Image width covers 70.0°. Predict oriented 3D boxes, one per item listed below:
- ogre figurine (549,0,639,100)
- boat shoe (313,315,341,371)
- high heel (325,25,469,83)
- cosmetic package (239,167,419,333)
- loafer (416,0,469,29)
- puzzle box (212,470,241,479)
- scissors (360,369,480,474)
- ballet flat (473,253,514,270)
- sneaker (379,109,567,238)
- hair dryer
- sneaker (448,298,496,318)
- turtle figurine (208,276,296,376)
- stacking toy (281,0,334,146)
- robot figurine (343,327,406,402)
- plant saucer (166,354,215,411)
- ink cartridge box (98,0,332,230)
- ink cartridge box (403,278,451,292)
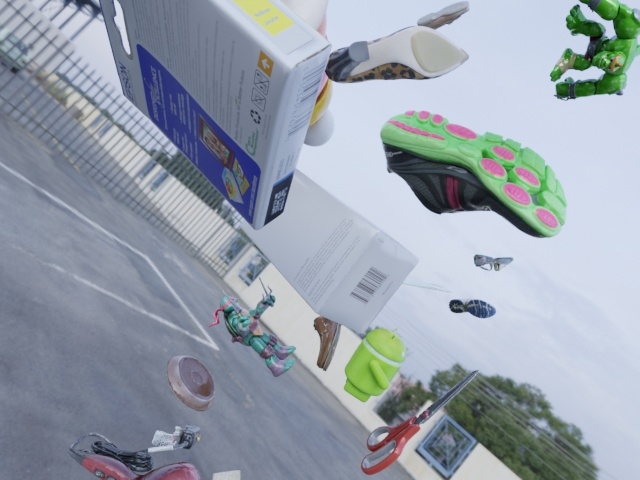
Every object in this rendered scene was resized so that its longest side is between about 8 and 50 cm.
[{"bbox_3d":[0.477,-0.328,0.782,0.118,0.097,0.196,32,-52,37],"label":"ogre figurine"},{"bbox_3d":[0.025,0.308,1.641,0.105,0.307,0.110,16,-24,5],"label":"boat shoe"},{"bbox_3d":[0.144,-0.361,0.922,0.186,0.262,0.093,-152,-122,-71],"label":"high heel"},{"bbox_3d":[0.000,0.000,0.969,0.155,0.196,0.365,32,8,-42],"label":"cosmetic package"},{"bbox_3d":[0.294,-0.527,1.087,0.125,0.045,0.039,-7,-42,32],"label":"loafer"},{"bbox_3d":[-0.146,0.652,0.794,0.272,0.052,0.408,-105,-169,-62],"label":"puzzle box"},{"bbox_3d":[0.194,0.357,0.887,0.021,0.297,0.109,48,20,-8],"label":"scissors"},{"bbox_3d":[0.428,0.057,1.132,0.115,0.041,0.041,5,7,-19],"label":"ballet flat"},{"bbox_3d":[0.353,-0.148,1.099,0.483,0.185,0.202,38,-30,30],"label":"sneaker"},{"bbox_3d":[-0.310,0.398,0.741,0.224,0.079,0.293,-2,3,-12],"label":"hair dryer"},{"bbox_3d":[0.432,0.183,1.280,0.058,0.052,0.135,-4,7,-42],"label":"sneaker"},{"bbox_3d":[-0.149,0.186,1.020,0.234,0.118,0.175,53,23,-10],"label":"turtle figurine"},{"bbox_3d":[-0.088,-0.377,1.102,0.351,0.350,0.480,38,-7,31],"label":"stacking toy"},{"bbox_3d":[0.080,0.180,0.673,0.067,0.115,0.101,32,10,8],"label":"robot figurine"},{"bbox_3d":[-0.337,0.372,1.217,0.168,0.029,0.168,50,11,-13],"label":"plant saucer"},{"bbox_3d":[-0.144,-0.197,0.552,0.307,0.072,0.303,47,-26,11],"label":"ink cartridge box"},{"bbox_3d":[0.208,0.081,1.168,0.236,0.056,0.171,7,2,6],"label":"ink cartridge box"}]
